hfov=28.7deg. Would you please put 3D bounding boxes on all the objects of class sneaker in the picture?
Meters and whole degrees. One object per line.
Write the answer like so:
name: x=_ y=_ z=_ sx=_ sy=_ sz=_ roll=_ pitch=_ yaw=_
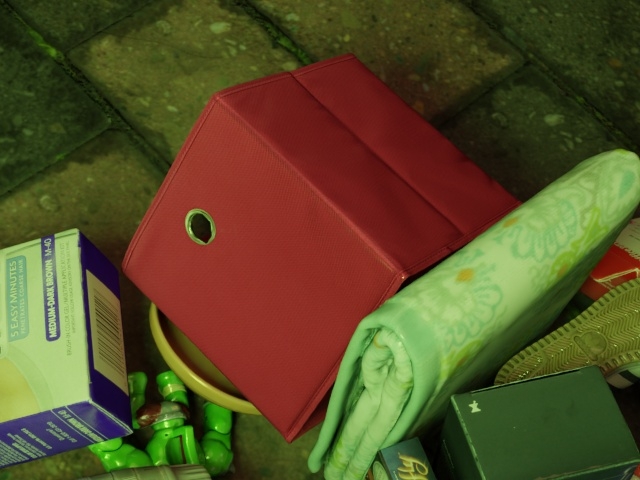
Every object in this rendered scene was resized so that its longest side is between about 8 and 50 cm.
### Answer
sneaker: x=0.301 y=0.140 z=1.354 sx=0.282 sy=0.153 sz=0.099 roll=-25 pitch=62 yaw=-15

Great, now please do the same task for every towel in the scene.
towel: x=0.142 y=0.090 z=1.238 sx=0.320 sy=0.374 sz=0.090 roll=-37 pitch=73 yaw=-28

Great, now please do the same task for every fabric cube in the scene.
fabric cube: x=0.000 y=0.000 z=1.292 sx=0.258 sy=0.254 sz=0.259 roll=44 pitch=36 yaw=15

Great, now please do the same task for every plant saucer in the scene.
plant saucer: x=-0.095 y=0.113 z=1.337 sx=0.200 sy=0.037 sz=0.200 roll=24 pitch=33 yaw=-17

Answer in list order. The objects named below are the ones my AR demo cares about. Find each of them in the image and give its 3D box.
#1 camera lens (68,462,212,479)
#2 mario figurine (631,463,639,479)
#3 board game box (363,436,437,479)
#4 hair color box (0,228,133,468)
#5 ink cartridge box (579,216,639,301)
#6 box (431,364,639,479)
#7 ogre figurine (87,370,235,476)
camera lens: x=-0.220 y=0.327 z=1.123 sx=0.274 sy=0.219 sz=0.219 roll=-9 pitch=61 yaw=-15
mario figurine: x=0.407 y=0.251 z=1.358 sx=0.198 sy=0.170 sz=0.321 roll=-15 pitch=44 yaw=23
board game box: x=0.081 y=0.306 z=1.172 sx=0.042 sy=0.243 sz=0.165 roll=-16 pitch=63 yaw=-17
hair color box: x=-0.363 y=0.129 z=1.214 sx=0.338 sy=0.110 sz=0.185 roll=-17 pitch=60 yaw=10
ink cartridge box: x=0.389 y=0.030 z=1.450 sx=0.231 sy=0.078 sz=0.134 roll=-13 pitch=22 yaw=-16
box: x=0.197 y=0.229 z=1.208 sx=0.153 sy=0.207 sz=0.108 roll=-11 pitch=54 yaw=-11
ogre figurine: x=-0.164 y=0.194 z=1.279 sx=0.197 sy=0.096 sz=0.118 roll=13 pitch=50 yaw=-54
